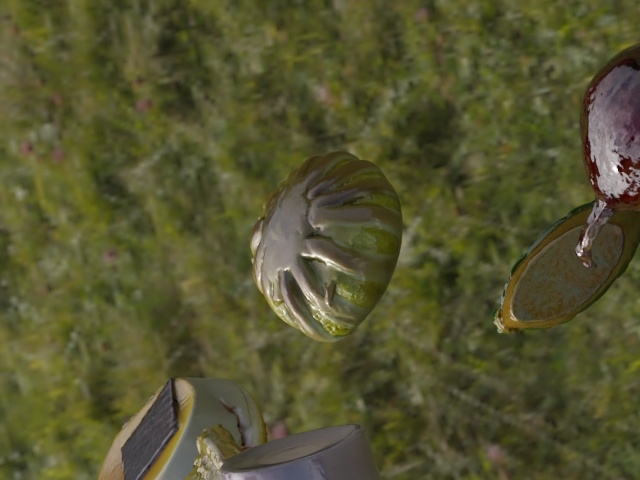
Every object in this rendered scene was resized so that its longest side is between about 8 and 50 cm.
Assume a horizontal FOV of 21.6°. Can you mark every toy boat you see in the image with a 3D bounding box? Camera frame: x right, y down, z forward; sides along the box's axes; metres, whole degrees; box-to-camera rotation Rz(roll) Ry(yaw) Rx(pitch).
[{"bbox_3d":[0.263,0.021,1.730,0.229,0.088,0.089,-43,91,12],"label":"toy boat"}]

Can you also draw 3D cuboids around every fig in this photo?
[{"bbox_3d":[0.285,-0.093,1.470,0.202,0.148,0.149,-25,70,11],"label":"fig"}]

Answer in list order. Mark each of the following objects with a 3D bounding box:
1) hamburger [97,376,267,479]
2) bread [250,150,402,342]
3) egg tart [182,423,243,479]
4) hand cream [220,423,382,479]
[{"bbox_3d":[-0.188,0.312,2.258,0.295,0.151,0.227,-48,30,37],"label":"hamburger"},{"bbox_3d":[0.000,0.000,1.771,0.213,0.104,0.213,-37,42,42],"label":"bread"},{"bbox_3d":[-0.069,0.248,1.383,0.191,0.074,0.191,59,167,22],"label":"egg tart"},{"bbox_3d":[0.013,0.227,0.900,0.133,0.083,0.248,-16,93,20],"label":"hand cream"}]
